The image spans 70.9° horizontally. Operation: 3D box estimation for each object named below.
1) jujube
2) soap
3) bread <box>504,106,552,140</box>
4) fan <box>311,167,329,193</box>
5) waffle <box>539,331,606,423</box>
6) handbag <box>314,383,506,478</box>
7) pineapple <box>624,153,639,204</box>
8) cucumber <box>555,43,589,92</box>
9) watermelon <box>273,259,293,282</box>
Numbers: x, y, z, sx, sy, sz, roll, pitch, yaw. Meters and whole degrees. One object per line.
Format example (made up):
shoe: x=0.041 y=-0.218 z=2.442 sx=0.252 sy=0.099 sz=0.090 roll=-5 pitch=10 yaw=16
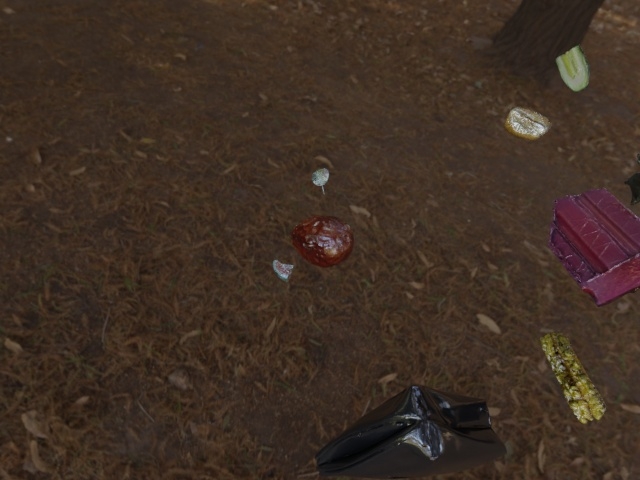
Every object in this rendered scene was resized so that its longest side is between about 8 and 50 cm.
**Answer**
jujube: x=0.000 y=0.000 z=1.637 sx=0.197 sy=0.197 sz=0.290 roll=-21 pitch=16 yaw=-28
soap: x=0.570 y=-0.006 z=0.933 sx=0.099 sy=0.162 sz=0.250 roll=37 pitch=27 yaw=-26
bread: x=0.606 y=-0.340 z=1.328 sx=0.125 sy=0.082 sz=0.106 roll=36 pitch=39 yaw=17
fan: x=-0.004 y=-0.186 z=1.391 sx=0.060 sy=0.080 sz=0.003 roll=13 pitch=0 yaw=30
waffle: x=0.564 y=0.303 z=1.016 sx=0.197 sy=0.070 sz=0.193 roll=60 pitch=20 yaw=-9
handbag: x=0.170 y=0.399 z=0.890 sx=0.342 sy=0.288 sz=0.152 roll=27 pitch=37 yaw=-42
pineapple: x=0.607 y=-0.070 z=0.673 sx=0.248 sy=0.128 sz=0.128 roll=12 pitch=46 yaw=13
cucumber: x=0.624 y=-0.413 z=1.093 sx=0.035 sy=0.067 sz=0.107 roll=-9 pitch=81 yaw=-30
watermelon: x=-0.115 y=0.091 z=1.441 sx=0.061 sy=0.085 sz=0.085 roll=-34 pitch=57 yaw=4
